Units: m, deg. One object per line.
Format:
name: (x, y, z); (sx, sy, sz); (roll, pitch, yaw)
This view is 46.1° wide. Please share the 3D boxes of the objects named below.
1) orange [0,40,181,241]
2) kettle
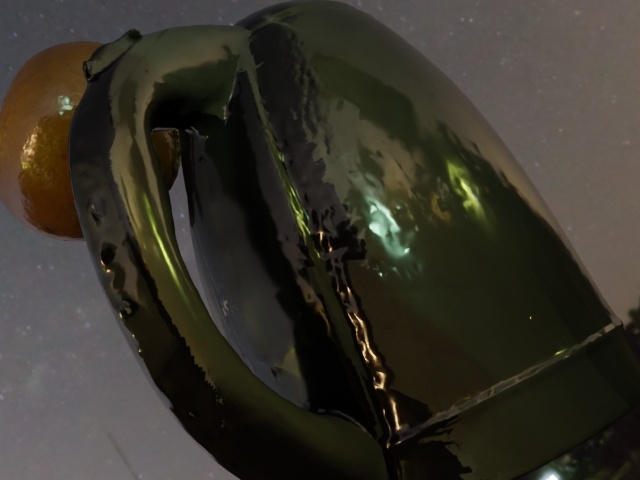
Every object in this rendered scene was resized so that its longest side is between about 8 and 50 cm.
orange: (-0.175, -0.072, 0.571); (0.134, 0.154, 0.154); (24, -60, -17)
kettle: (0.000, 0.000, 0.459); (0.228, 0.324, 0.321); (-35, -15, 37)
